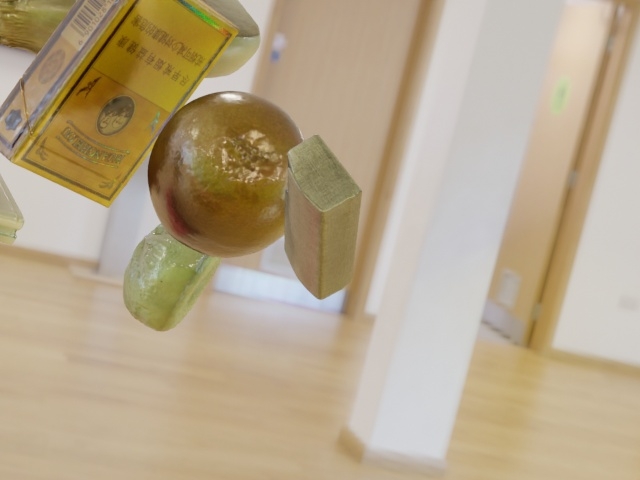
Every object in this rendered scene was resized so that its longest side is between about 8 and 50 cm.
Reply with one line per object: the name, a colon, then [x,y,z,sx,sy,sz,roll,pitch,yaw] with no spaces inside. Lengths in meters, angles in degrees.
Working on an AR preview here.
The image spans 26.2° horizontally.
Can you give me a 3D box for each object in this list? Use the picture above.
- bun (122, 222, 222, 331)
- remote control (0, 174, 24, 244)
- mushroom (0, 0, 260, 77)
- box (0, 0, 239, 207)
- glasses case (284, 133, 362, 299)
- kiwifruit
bun: [-0.226,0.039,2.093,0.118,0.195,0.195,34,9,5]
remote control: [-0.527,-0.096,2.006,0.103,0.055,0.277,15,25,-40]
mushroom: [-0.284,-0.303,1.904,0.397,0.126,0.177,-6,56,-37]
box: [-0.266,-0.207,1.770,0.084,0.301,0.193,42,8,37]
glasses case: [-0.002,-0.016,1.266,0.071,0.047,0.205,54,-14,19]
kiwifruit: [-0.111,-0.074,1.640,0.196,0.196,0.234,12,-20,-15]
